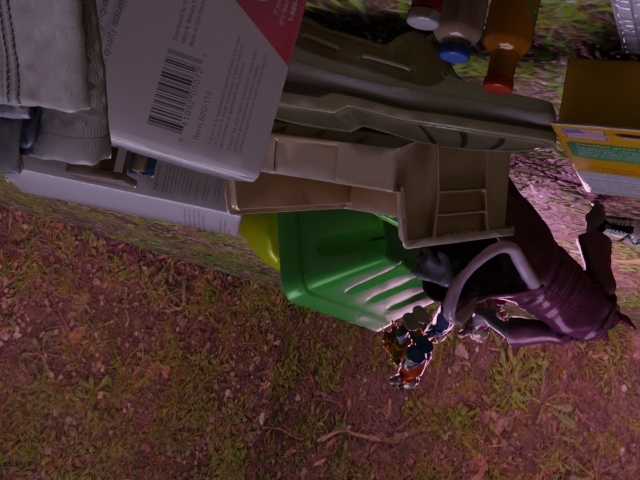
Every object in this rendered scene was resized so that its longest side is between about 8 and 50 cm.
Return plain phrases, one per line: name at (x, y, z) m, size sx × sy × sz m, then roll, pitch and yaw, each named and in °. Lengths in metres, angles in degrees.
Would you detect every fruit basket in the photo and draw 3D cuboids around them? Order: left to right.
fruit basket at (0.000, 0.000, 1.714) m, size 0.392 × 0.283 × 0.392 m, roll -4°, pitch 163°, yaw -1°

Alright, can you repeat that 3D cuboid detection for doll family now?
doll family at (0.196, 0.151, 1.727) m, size 0.118 × 0.263 × 0.163 m, roll 51°, pitch 156°, yaw 22°

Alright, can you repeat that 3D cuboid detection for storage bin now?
storage bin at (0.062, -0.075, 1.209) m, size 0.262 × 0.123 × 0.260 m, roll 12°, pitch -169°, yaw 38°

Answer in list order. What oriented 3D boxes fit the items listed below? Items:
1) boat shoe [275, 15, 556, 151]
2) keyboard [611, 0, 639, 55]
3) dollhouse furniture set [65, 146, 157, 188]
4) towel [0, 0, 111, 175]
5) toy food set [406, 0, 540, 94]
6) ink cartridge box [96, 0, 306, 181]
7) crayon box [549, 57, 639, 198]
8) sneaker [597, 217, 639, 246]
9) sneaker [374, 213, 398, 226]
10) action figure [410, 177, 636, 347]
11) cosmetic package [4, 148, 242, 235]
boat shoe at (0.089, -0.156, 0.993) m, size 0.302 × 0.103 × 0.113 m, roll 11°, pitch 174°, yaw 6°
keyboard at (0.269, -0.196, 0.804) m, size 0.072 × 0.014 × 0.256 m, roll 8°, pitch 170°, yaw 23°
dollhouse furniture set at (-0.247, -0.153, 1.203) m, size 0.129 × 0.183 × 0.129 m, roll 9°, pitch 171°, yaw 16°
towel at (-0.279, -0.202, 0.620) m, size 0.312 × 0.324 × 0.056 m, roll 8°, pitch -152°, yaw 20°
toy food set at (0.125, -0.191, 0.714) m, size 0.111 × 0.104 × 0.232 m, roll 12°, pitch 172°, yaw 0°
ink cartridge box at (-0.168, -0.185, 0.805) m, size 0.283 × 0.207 × 0.117 m, roll 16°, pitch 178°, yaw -24°
crayon box at (0.356, -0.105, 0.996) m, size 0.203 × 0.083 × 0.323 m, roll 8°, pitch 175°, yaw 22°
sneaker at (0.482, -0.015, 1.603) m, size 0.109 × 0.040 × 0.044 m, roll 3°, pitch 166°, yaw 45°
sneaker at (0.113, -0.079, 1.453) m, size 0.295 × 0.109 × 0.123 m, roll 12°, pitch 172°, yaw -12°
action figure at (0.323, 0.046, 1.408) m, size 0.370 × 0.248 × 0.276 m, roll 31°, pitch -170°, yaw -19°
cosmetic package at (-0.288, -0.124, 1.546) m, size 0.365 × 0.155 × 0.197 m, roll 13°, pitch 171°, yaw -6°
